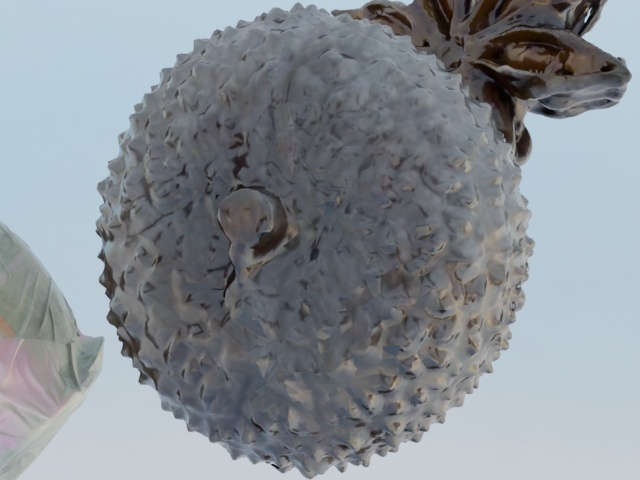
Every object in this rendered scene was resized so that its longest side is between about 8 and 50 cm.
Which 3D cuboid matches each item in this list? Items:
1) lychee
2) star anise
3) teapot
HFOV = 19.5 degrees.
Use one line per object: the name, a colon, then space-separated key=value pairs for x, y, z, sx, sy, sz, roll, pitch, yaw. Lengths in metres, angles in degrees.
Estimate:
lychee: x=0.004 y=-0.002 z=1.188 sx=0.300 sy=0.300 sz=0.300 roll=5 pitch=-156 yaw=-2
star anise: x=0.121 y=-0.145 z=1.348 sx=0.214 sy=0.099 sz=0.220 roll=-29 pitch=-126 yaw=11
teapot: x=-0.266 y=0.102 z=1.336 sx=0.178 sy=0.163 sz=0.221 roll=46 pitch=-120 yaw=-3
